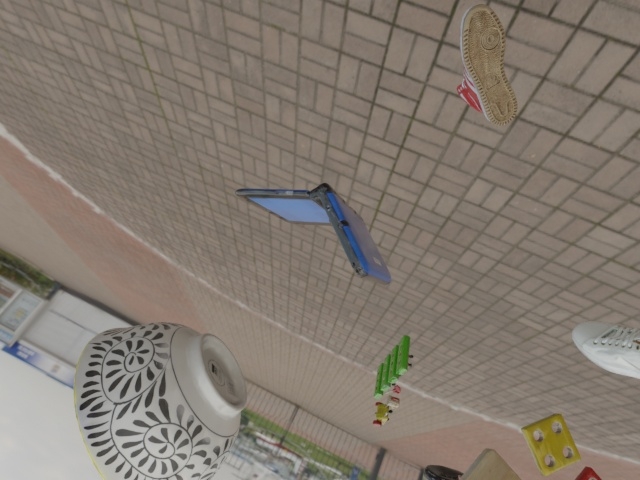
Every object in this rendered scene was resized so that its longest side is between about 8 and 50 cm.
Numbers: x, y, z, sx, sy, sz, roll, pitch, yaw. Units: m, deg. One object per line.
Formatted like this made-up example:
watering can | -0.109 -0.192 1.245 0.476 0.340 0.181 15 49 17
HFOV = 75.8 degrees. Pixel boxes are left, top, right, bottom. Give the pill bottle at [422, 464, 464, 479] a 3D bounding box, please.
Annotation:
pill bottle | 0.290 0.666 0.969 0.123 0.219 0.123 12 169 2

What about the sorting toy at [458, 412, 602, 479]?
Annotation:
sorting toy | 0.170 0.296 0.404 0.132 0.274 0.046 48 163 9

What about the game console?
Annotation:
game console | 0.000 0.000 0.837 0.173 0.250 0.293 -28 163 13

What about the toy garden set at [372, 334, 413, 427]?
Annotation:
toy garden set | 0.222 0.434 1.240 0.049 0.203 0.244 18 139 -1

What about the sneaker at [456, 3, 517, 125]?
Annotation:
sneaker | 0.161 -0.179 0.420 0.042 0.067 0.118 -24 121 10

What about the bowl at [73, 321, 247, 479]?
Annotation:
bowl | -0.118 0.134 0.363 0.170 0.080 0.170 59 -177 -6

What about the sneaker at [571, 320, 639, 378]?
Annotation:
sneaker | 0.576 0.183 0.729 0.123 0.106 0.290 60 170 -17
